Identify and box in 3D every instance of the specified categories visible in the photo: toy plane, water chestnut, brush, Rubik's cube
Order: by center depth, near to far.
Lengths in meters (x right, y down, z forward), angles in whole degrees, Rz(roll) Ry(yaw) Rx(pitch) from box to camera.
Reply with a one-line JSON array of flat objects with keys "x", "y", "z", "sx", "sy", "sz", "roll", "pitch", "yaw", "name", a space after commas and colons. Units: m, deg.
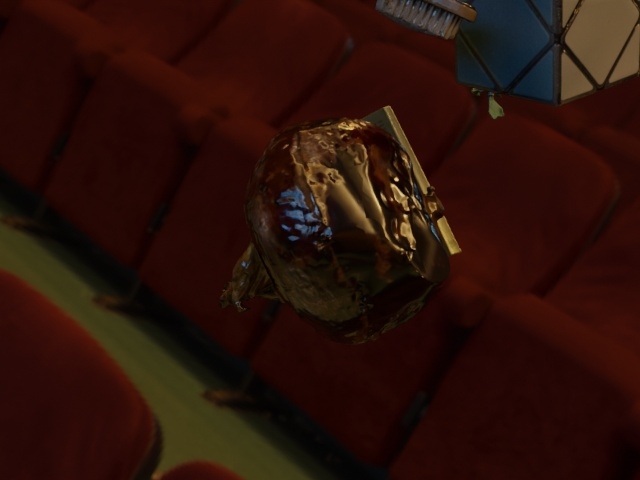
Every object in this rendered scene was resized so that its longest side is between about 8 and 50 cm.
[{"x": 0.064, "y": -0.364, "z": 1.821, "sx": 0.327, "sy": 0.065, "sz": 0.070, "roll": 26, "pitch": 10, "yaw": 9, "name": "brush"}, {"x": 0.000, "y": 0.000, "z": 1.845, "sx": 0.335, "sy": 0.346, "sz": 0.335, "roll": 56, "pitch": 19, "yaw": -31, "name": "water chestnut"}, {"x": 0.338, "y": -0.333, "z": 1.910, "sx": 0.207, "sy": 0.205, "sz": 0.205, "roll": -20, "pitch": 28, "yaw": -36, "name": "Rubik's cube"}, {"x": 0.293, "y": -0.330, "z": 2.249, "sx": 0.060, "sy": 0.235, "sz": 0.096, "roll": -4, "pitch": -3, "yaw": 24, "name": "toy plane"}]

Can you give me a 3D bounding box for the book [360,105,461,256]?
[{"x": 0.124, "y": -0.083, "z": 2.273, "sx": 0.215, "sy": 0.025, "sz": 0.283, "roll": -20, "pitch": -84, "yaw": 60, "name": "book"}]
